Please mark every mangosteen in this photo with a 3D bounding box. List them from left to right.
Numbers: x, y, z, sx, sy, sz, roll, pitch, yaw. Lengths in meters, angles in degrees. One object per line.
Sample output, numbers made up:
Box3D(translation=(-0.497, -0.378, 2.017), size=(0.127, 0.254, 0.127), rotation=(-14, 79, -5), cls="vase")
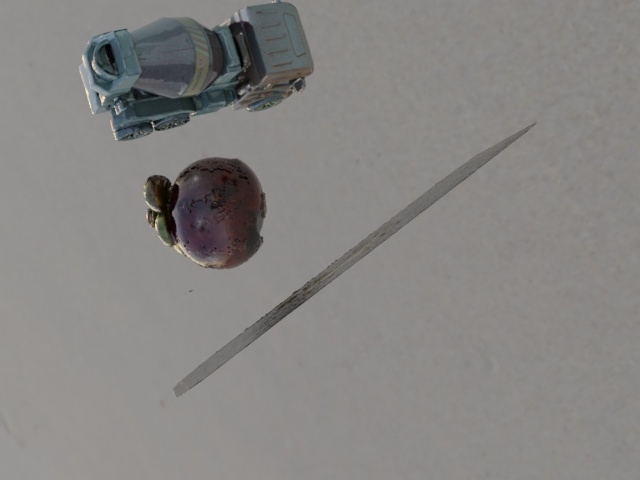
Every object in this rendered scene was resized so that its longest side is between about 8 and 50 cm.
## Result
Box3D(translation=(-0.167, -0.039, 1.736), size=(0.166, 0.180, 0.166), rotation=(-1, -90, -77), cls="mangosteen")

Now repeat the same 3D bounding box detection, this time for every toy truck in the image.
Box3D(translation=(-0.127, -0.182, 1.213), size=(0.140, 0.257, 0.108), rotation=(-24, 81, 60), cls="toy truck")

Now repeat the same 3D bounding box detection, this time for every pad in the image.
Box3D(translation=(0.000, 0.001, 1.076), size=(0.063, 0.375, 0.315), rotation=(53, 170, 0), cls="pad")
